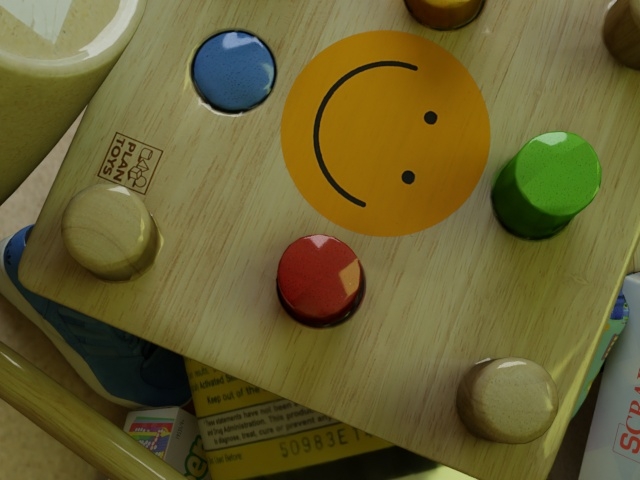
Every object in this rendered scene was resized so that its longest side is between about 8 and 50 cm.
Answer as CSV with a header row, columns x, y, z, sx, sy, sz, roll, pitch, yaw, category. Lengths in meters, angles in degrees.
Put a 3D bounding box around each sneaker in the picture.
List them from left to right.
x,y,z,sx,sy,sz,roll,pitch,yaw,category
-0.114,0.043,0.802,0.152,0.084,0.058,47,49,-20,sneaker

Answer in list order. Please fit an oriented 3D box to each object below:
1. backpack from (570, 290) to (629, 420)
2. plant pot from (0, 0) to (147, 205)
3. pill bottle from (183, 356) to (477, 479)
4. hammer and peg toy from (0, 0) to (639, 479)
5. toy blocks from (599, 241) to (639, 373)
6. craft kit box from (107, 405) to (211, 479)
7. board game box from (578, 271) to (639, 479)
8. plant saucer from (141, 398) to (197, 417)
x,y,z,sx,sy,sz,roll,pitch,yaw,category
0.113,0.063,0.996,0.173,0.158,0.117,7,29,-40,backpack
-0.208,-0.093,0.612,0.256,0.274,0.256,17,67,-44,plant pot
0.002,-0.006,0.778,0.188,0.188,0.334,-8,82,-48,pill bottle
0.000,0.000,0.618,0.266,0.127,0.361,24,83,1,hammer and peg toy
0.275,0.000,1.199,0.381,0.190,0.261,-12,98,-49,toy blocks
-0.046,0.261,0.831,0.246,0.061,0.250,32,60,-35,craft kit box
0.320,0.163,1.145,0.318,0.066,0.319,-12,117,-48,board game box
-0.086,0.128,0.869,0.083,0.013,0.083,16,68,-43,plant saucer
